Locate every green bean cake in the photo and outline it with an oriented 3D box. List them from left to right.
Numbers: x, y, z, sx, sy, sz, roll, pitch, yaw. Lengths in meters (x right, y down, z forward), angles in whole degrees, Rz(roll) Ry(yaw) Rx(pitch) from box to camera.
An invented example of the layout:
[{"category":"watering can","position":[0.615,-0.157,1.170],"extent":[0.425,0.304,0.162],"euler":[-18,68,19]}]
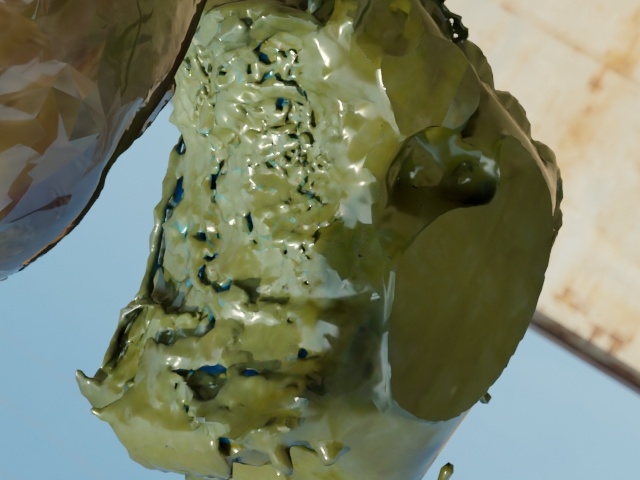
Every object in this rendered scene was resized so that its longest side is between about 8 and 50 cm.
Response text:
[{"category":"green bean cake","position":[0.000,0.000,1.007],"extent":[0.202,0.310,0.285],"euler":[7,152,41]}]

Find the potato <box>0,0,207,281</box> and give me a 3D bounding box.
[{"category":"potato","position":[-0.138,-0.123,0.676],"extent":[0.300,0.289,0.237],"euler":[-6,-144,-37]}]
